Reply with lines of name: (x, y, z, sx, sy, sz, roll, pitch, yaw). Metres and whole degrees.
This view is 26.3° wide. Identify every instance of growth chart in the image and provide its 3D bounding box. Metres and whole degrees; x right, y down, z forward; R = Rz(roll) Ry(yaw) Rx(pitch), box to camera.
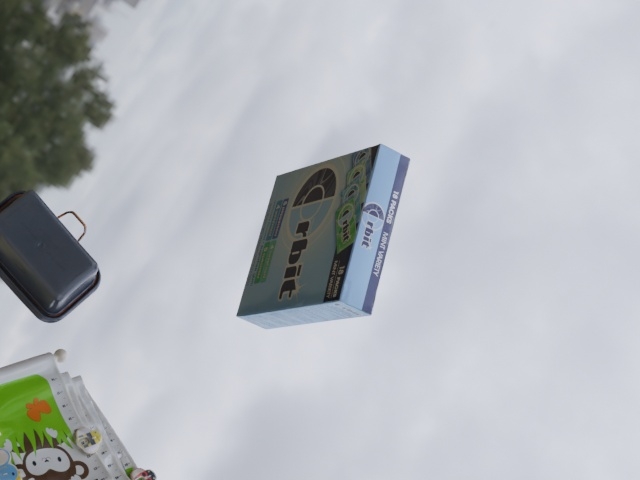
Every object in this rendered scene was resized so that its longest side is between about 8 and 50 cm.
growth chart: (-0.282, 0.225, 1.484, 0.172, 0.237, 0.021, -29, 166, -45)

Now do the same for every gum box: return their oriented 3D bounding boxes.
gum box: (0.000, 0.000, 1.313, 0.184, 0.041, 0.157, -11, -122, 56)

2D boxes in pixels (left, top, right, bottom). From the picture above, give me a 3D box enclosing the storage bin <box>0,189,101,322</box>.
storage bin: (-0.279, 0.007, 1.399, 0.098, 0.135, 0.091, -42, -174, -19)
